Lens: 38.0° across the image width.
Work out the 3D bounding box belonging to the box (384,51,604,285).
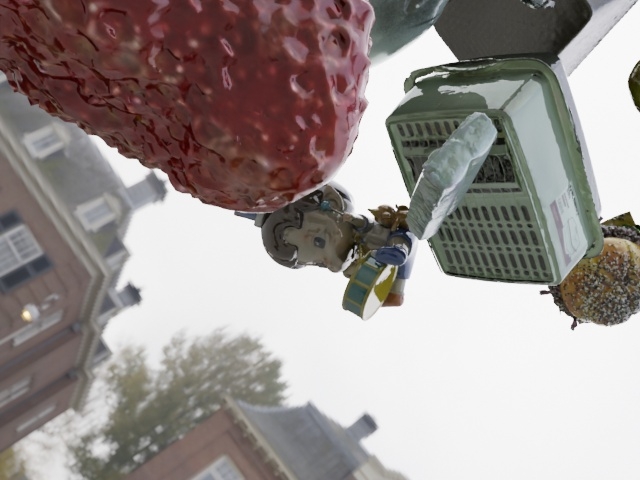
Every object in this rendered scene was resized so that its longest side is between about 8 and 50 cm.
[{"bbox_3d":[0.224,-0.091,1.168,0.220,0.166,0.290,3,-52,41],"label":"box"}]

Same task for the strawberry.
[{"bbox_3d":[-0.087,-0.163,0.549,0.257,0.261,0.261,34,-21,-27],"label":"strawberry"}]

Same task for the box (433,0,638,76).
[{"bbox_3d":[0.297,-0.328,1.274,0.184,0.143,0.273,55,-24,10],"label":"box"}]

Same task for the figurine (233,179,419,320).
[{"bbox_3d":[0.005,-0.006,1.318,0.275,0.158,0.161,27,-33,23],"label":"figurine"}]

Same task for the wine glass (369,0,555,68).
[{"bbox_3d":[0.087,-0.309,1.110,0.357,0.190,0.190,-13,-71,33],"label":"wine glass"}]

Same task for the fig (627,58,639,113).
[{"bbox_3d":[0.351,-0.160,0.936,0.082,0.084,0.098,3,-18,20],"label":"fig"}]

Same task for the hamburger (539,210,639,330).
[{"bbox_3d":[0.422,0.051,1.359,0.164,0.189,0.093,46,11,-18],"label":"hamburger"}]

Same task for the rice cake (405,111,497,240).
[{"bbox_3d":[0.131,-0.059,0.969,0.040,0.085,0.226,40,-11,9],"label":"rice cake"}]
